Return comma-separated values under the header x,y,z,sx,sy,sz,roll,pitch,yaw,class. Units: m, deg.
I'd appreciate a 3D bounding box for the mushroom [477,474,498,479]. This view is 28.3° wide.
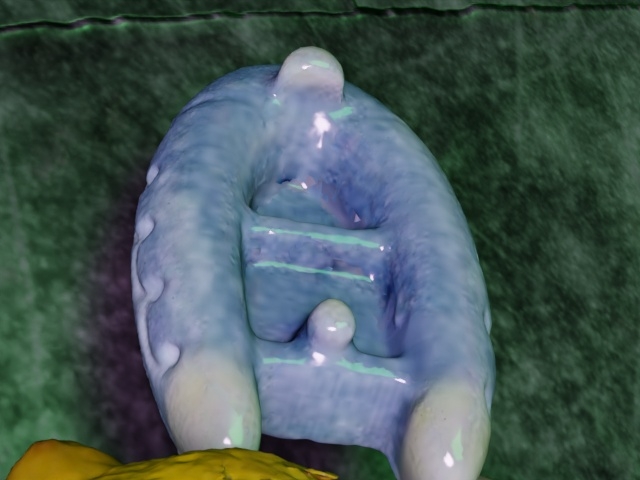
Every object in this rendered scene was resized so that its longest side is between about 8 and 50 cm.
x,y,z,sx,sy,sz,roll,pitch,yaw,class
0.178,0.255,0.760,0.407,0.137,0.154,30,3,-26,mushroom

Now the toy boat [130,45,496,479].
x,y,z,sx,sy,sz,roll,pitch,yaw,class
0.000,0.000,0.743,0.215,0.123,0.330,8,40,-10,toy boat

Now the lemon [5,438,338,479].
x,y,z,sx,sy,sz,roll,pitch,yaw,class
-0.040,0.219,0.518,0.245,0.245,0.319,-13,63,-45,lemon
